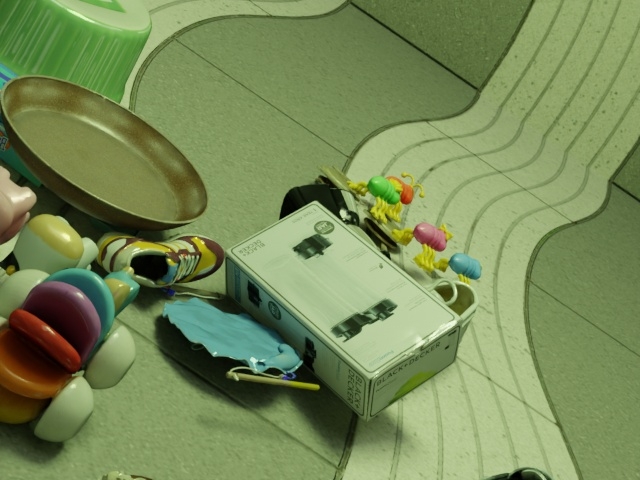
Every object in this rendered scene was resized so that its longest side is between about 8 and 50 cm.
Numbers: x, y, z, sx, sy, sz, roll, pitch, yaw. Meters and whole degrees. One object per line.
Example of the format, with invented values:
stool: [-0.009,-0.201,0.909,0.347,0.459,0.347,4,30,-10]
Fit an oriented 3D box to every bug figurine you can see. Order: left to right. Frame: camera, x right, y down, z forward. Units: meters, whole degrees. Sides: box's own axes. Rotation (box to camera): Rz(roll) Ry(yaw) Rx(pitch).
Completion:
bug figurine: [0.165,-0.030,2.396,0.279,0.072,0.216,50,13,25]

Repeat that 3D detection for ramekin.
ramekin: [-0.406,-0.340,2.185,0.303,0.148,0.303,29,23,-14]

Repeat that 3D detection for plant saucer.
plant saucer: [-0.291,-0.107,1.887,0.310,0.050,0.311,30,23,-14]
plant saucer: [-0.262,-0.042,1.963,0.067,0.018,0.192,34,21,-3]

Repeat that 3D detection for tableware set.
tableware set: [0.064,-0.050,2.415,0.194,0.039,0.128,44,11,8]

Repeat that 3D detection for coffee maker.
coffee maker: [0.000,0.000,2.112,0.171,0.120,0.178,18,27,-34]

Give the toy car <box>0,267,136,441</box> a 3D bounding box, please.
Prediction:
toy car: [-0.276,0.099,1.458,0.159,0.136,0.182,35,48,3]

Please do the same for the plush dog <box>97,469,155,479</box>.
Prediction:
plush dog: [-0.191,0.318,1.179,0.225,0.211,0.262,4,7,-28]

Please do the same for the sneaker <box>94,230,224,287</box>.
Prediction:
sneaker: [-0.191,0.032,1.807,0.185,0.070,0.084,0,21,-37]

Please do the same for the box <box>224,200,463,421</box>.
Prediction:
box: [0.026,0.087,1.874,0.169,0.087,0.290,-31,53,-31]

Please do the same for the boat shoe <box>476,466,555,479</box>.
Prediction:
boat shoe: [0.263,0.338,1.821,0.301,0.102,0.108,7,35,-49]

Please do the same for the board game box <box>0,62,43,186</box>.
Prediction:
board game box: [-0.420,-0.167,1.951,0.210,0.047,0.160,37,22,5]

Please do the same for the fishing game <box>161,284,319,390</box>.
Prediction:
fishing game: [-0.113,0.125,1.786,0.189,0.041,0.264,12,17,-41]

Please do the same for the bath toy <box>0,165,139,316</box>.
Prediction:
bath toy: [-0.373,-0.015,1.621,0.348,0.151,0.129,37,57,7]

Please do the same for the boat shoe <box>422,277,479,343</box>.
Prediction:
boat shoe: [0.127,0.109,2.015,0.136,0.156,0.367,44,26,24]
